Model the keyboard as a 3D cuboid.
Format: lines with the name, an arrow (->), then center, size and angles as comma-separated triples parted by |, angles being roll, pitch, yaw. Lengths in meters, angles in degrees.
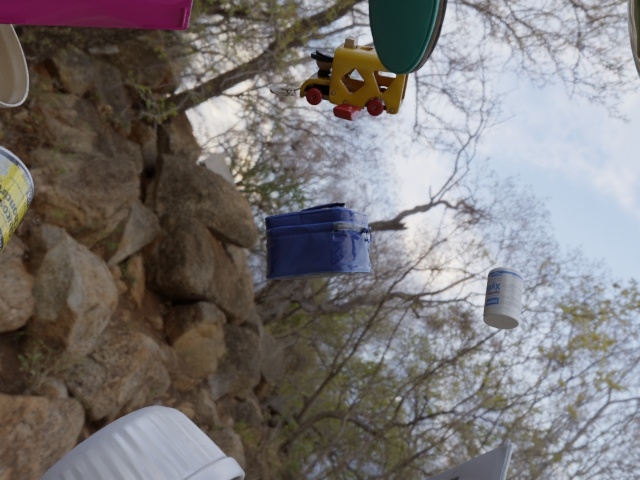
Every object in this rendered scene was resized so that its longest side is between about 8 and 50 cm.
keyboard -> 0.148, 0.287, 0.624 | 0.014, 0.072, 0.256 | 32, -32, 8

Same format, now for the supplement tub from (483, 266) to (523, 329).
supplement tub -> 0.360, 0.113, 1.087 | 0.071, 0.107, 0.071 | 13, -30, 8

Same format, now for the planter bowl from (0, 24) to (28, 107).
planter bowl -> -0.415, -0.211, 0.598 | 0.162, 0.109, 0.162 | -15, 90, -88

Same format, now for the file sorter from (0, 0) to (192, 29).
file sorter -> -0.206, -0.330, 0.448 | 0.291, 0.202, 0.182 | 155, -71, -69

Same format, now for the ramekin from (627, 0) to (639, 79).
ramekin -> 0.665, -0.397, 0.989 | 0.303, 0.148, 0.303 | -11, 90, -72

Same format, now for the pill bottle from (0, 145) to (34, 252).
pill bottle -> -0.361, -0.015, 0.539 | 0.184, 0.103, 0.103 | -97, 178, -52

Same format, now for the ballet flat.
ballet flat -> 0.099, -0.317, 0.575 | 0.095, 0.096, 0.280 | 20, -39, 29

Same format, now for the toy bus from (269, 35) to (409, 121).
toy bus -> 0.049, -0.270, 0.885 | 0.191, 0.202, 0.104 | 41, -48, 46

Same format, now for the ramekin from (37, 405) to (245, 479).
ramekin -> -0.186, 0.257, 0.533 | 0.109, 0.207, 0.207 | 45, -26, 19

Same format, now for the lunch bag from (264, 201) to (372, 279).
lunch bag -> 0.000, 0.000, 0.497 | 0.099, 0.067, 0.065 | -7, -98, 24
